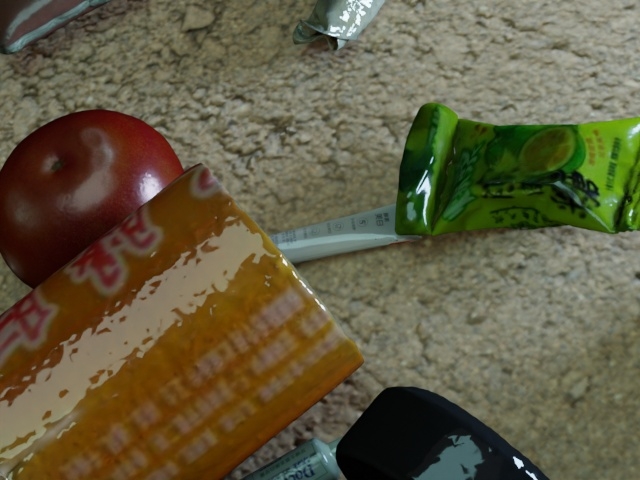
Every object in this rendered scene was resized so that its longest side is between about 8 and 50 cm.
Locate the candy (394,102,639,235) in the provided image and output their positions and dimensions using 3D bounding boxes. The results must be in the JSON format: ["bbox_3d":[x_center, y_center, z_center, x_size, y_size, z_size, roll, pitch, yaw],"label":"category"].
[{"bbox_3d":[0.196,-0.058,1.303,0.246,0.069,0.149,1,54,23],"label":"candy"}]

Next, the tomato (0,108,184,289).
[{"bbox_3d":[-0.225,-0.037,1.376,0.195,0.136,0.195,-8,58,12],"label":"tomato"}]

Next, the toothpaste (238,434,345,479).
[{"bbox_3d":[-0.064,0.228,1.225,0.218,0.041,0.064,-31,61,1],"label":"toothpaste"}]

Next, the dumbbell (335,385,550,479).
[{"bbox_3d":[0.030,0.287,1.056,0.203,0.204,0.322,32,72,30],"label":"dumbbell"}]

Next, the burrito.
[{"bbox_3d":[0.061,-0.303,1.503,0.082,0.059,0.275,17,65,33],"label":"burrito"}]

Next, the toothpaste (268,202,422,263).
[{"bbox_3d":[0.000,0.000,1.351,0.190,0.031,0.048,-13,54,5],"label":"toothpaste"}]

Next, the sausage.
[{"bbox_3d":[-0.141,0.104,1.208,0.287,0.233,0.233,-37,56,-8],"label":"sausage"}]

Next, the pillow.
[{"bbox_3d":[-0.304,-0.293,1.595,0.179,0.075,0.171,-31,55,-4],"label":"pillow"}]
